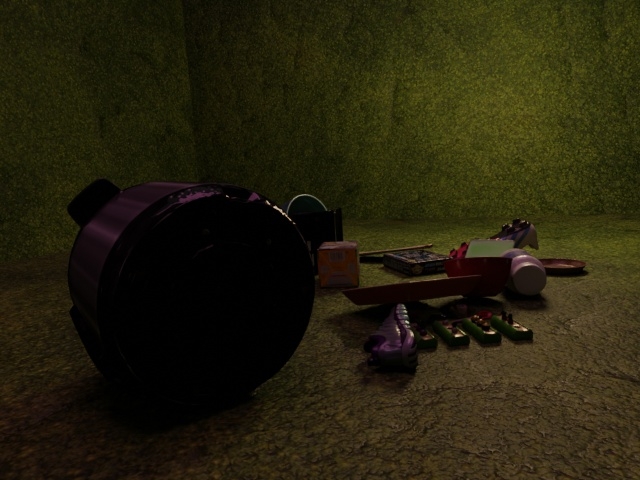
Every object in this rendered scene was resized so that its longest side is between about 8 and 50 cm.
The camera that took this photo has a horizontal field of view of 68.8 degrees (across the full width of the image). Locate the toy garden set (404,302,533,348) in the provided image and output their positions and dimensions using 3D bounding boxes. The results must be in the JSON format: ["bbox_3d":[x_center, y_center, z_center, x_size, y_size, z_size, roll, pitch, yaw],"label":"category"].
[{"bbox_3d":[0.307,0.174,1.050,0.245,0.049,0.204,-4,8,-5],"label":"toy garden set"}]

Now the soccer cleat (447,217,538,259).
[{"bbox_3d":[0.622,0.047,1.680,0.331,0.143,0.116,-26,10,10],"label":"soccer cleat"}]

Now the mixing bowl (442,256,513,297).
[{"bbox_3d":[0.426,0.103,1.262,0.182,0.098,0.181,-1,-9,0],"label":"mixing bowl"}]

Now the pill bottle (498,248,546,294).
[{"bbox_3d":[0.567,0.091,1.317,0.112,0.111,0.187,-2,8,11],"label":"pill bottle"}]

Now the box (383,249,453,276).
[{"bbox_3d":[0.355,0.079,1.719,0.175,0.051,0.220,-6,8,-17],"label":"box"}]

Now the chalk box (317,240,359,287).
[{"bbox_3d":[0.067,0.074,1.593,0.133,0.131,0.213,-3,7,8],"label":"chalk box"}]

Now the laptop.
[{"bbox_3d":[0.000,0.000,1.777,0.265,0.234,0.137,-7,8,-25],"label":"laptop"}]

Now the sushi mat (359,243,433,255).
[{"bbox_3d":[0.292,0.042,1.927,0.317,0.019,0.151,-7,-2,25],"label":"sushi mat"}]

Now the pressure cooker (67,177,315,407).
[{"bbox_3d":[-0.256,0.072,0.877,0.376,0.369,0.420,-5,10,-36],"label":"pressure cooker"}]

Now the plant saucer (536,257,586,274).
[{"bbox_3d":[0.791,0.087,1.558,0.169,0.029,0.168,-4,7,1],"label":"plant saucer"}]

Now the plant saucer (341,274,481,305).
[{"bbox_3d":[0.228,0.129,1.188,0.259,0.047,0.259,-2,-9,-33],"label":"plant saucer"}]

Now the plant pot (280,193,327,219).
[{"bbox_3d":[-0.130,-0.056,2.249,0.272,0.271,0.255,-11,-5,-42],"label":"plant pot"}]

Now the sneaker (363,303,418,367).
[{"bbox_3d":[0.133,0.185,0.938,0.098,0.083,0.223,-8,8,5],"label":"sneaker"}]

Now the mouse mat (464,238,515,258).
[{"bbox_3d":[0.556,0.061,1.559,0.153,0.007,0.189,2,44,33],"label":"mouse mat"}]
